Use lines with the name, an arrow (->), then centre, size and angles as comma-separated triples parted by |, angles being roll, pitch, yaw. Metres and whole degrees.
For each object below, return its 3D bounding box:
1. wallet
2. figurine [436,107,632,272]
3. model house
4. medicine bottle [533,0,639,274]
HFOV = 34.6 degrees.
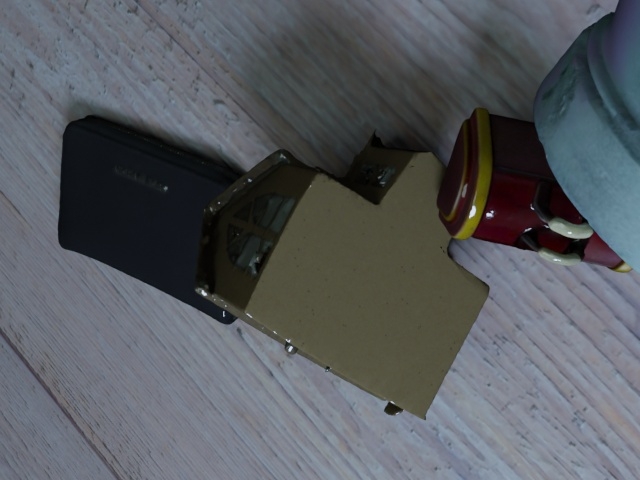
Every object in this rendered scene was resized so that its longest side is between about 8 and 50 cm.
wallet -> -0.164, -0.026, 0.970 | 0.250, 0.044, 0.149 | 24, 117, 32
figurine -> 0.157, -0.018, 0.642 | 0.154, 0.098, 0.082 | 13, 116, -5
model house -> 0.000, 0.000, 0.795 | 0.176, 0.181, 0.248 | -60, 25, -5
medicine bottle -> 0.257, -0.111, 0.448 | 0.245, 0.245, 0.290 | 47, 130, 17
